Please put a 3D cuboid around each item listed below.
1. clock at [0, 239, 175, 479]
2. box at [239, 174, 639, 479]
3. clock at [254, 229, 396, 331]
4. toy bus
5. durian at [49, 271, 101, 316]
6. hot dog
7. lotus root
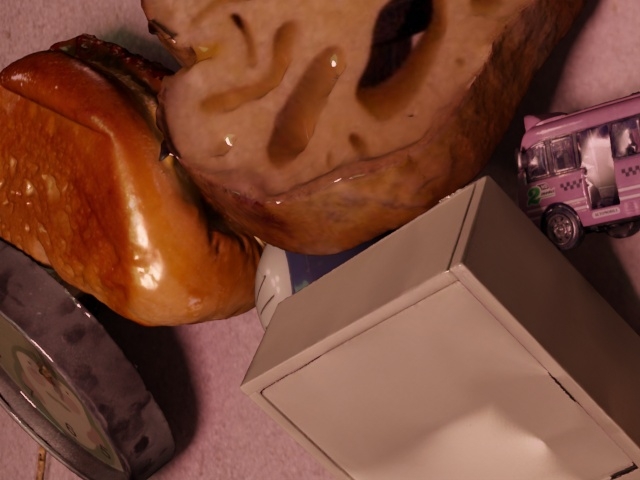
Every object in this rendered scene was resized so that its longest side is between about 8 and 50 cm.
[{"bbox_3d":[-0.284,0.132,1.535,0.319,0.066,0.319,36,153,22],"label":"clock"},{"bbox_3d":[0.104,0.103,1.125,0.225,0.117,0.225,-32,112,35],"label":"box"},{"bbox_3d":[0.000,0.000,1.287,0.147,0.199,0.243,-21,76,8],"label":"clock"},{"bbox_3d":[0.239,-0.059,1.084,0.199,0.096,0.108,-13,88,45],"label":"toy bus"},{"bbox_3d":[-0.293,0.067,1.659,0.130,0.052,0.066,-2,92,45],"label":"durian"},{"bbox_3d":[-0.209,-0.079,1.459,0.405,0.185,0.223,25,115,40],"label":"hot dog"},{"bbox_3d":[0.029,-0.187,1.176,0.375,0.111,0.390,-14,60,23],"label":"lotus root"}]
